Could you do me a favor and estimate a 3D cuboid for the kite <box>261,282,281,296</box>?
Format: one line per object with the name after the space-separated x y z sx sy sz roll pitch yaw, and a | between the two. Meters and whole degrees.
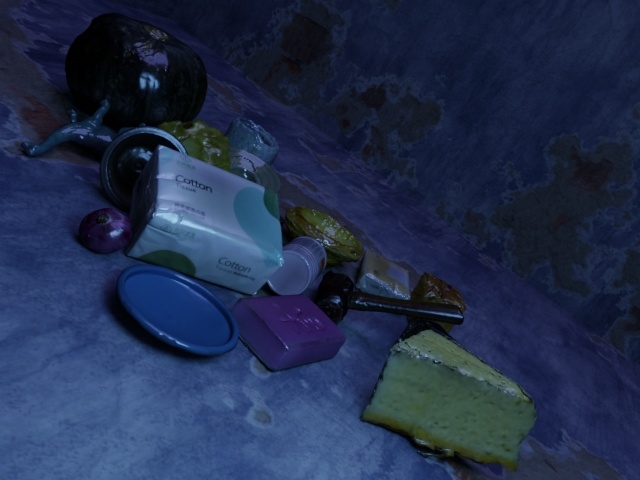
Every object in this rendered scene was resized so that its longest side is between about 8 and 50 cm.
-0.199 0.090 1.772 0.229 0.016 0.127 26 24 -19 | kite

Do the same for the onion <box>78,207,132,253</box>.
-0.483 -0.020 1.487 0.115 0.115 0.104 41 -24 20 | onion

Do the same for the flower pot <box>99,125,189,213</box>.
-0.475 -0.192 1.764 0.235 0.235 0.148 23 3 -26 | flower pot

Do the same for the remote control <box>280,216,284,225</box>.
-0.201 -0.120 2.247 0.212 0.028 0.059 44 26 29 | remote control

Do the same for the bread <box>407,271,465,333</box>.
0.370 0.214 2.155 0.149 0.158 0.143 31 24 -10 | bread

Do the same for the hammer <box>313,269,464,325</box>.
0.186 0.172 1.806 0.409 0.095 0.242 5 15 10 | hammer

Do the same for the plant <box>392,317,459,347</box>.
0.297 0.303 1.857 0.164 0.141 0.256 36 8 7 | plant

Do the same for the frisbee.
-0.305 0.155 1.398 0.290 0.049 0.289 31 16 -10 | frisbee

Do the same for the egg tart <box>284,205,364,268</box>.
0.000 0.000 2.139 0.294 0.123 0.294 30 16 -9 | egg tart

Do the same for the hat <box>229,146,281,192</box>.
-0.265 -0.195 2.200 0.252 0.110 0.252 24 32 -16 | hat

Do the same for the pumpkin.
-0.590 -0.523 2.127 0.455 0.343 0.454 23 21 -9 | pumpkin

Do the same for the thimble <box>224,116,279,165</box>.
-0.266 -0.346 2.464 0.205 0.172 0.250 25 19 -27 | thimble

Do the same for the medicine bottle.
-0.064 0.067 1.818 0.133 0.133 0.250 35 11 4 | medicine bottle

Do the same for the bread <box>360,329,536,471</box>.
0.284 0.382 1.488 0.279 0.248 0.315 1 24 -48 | bread

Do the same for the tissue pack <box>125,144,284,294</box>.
-0.280 -0.045 1.644 0.357 0.194 0.266 21 39 -29 | tissue pack

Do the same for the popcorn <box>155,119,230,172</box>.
-0.377 -0.242 1.959 0.250 0.235 0.241 18 52 -78 | popcorn

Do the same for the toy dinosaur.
-0.609 -0.248 1.850 0.384 0.129 0.330 26 31 -23 | toy dinosaur

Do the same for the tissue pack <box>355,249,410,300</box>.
0.211 0.135 2.185 0.186 0.090 0.222 29 19 -4 | tissue pack

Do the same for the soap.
-0.074 0.213 1.574 0.181 0.081 0.259 44 22 28 | soap
